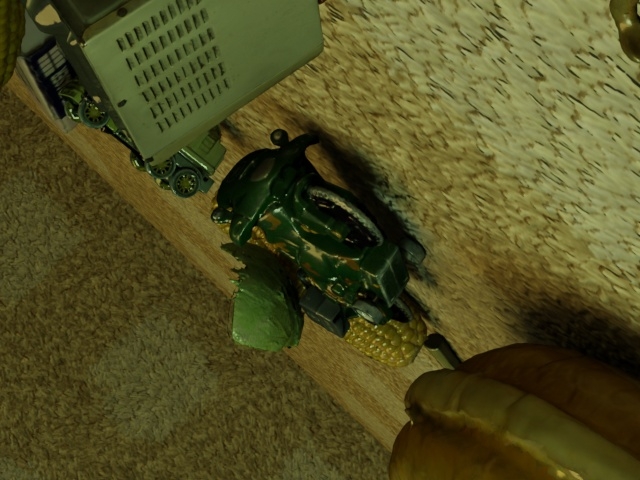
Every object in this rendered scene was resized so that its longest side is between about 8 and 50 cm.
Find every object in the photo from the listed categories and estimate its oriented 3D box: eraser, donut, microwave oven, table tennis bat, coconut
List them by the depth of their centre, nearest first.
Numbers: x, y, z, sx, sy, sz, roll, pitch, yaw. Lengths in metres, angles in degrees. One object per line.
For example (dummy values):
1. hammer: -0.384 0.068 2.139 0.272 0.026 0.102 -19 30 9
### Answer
1. microwave oven: -0.125 -0.193 0.657 0.240 0.145 0.194 54 176 17
2. donut: 0.238 0.256 0.934 0.449 0.198 0.449 43 166 13
3. coconut: -0.056 0.057 1.205 0.158 0.055 0.133 -50 -58 -74
4. eraser: -0.288 -0.222 1.336 0.086 0.130 0.287 46 171 5
5. table tennis bat: 0.185 0.185 1.404 0.131 0.022 0.234 32 166 52

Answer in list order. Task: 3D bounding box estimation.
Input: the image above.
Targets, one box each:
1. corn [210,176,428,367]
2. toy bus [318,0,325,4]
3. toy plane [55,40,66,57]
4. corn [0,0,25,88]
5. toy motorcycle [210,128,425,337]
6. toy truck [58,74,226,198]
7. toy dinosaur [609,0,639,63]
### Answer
1. corn: 0.001 0.030 1.304 0.292 0.101 0.101 42 170 0
2. toy bus: -0.007 -0.177 0.681 0.043 0.031 0.110 39 170 14
3. toy plane: -0.190 -0.218 1.039 0.251 0.101 0.255 23 159 34
4. corn: -0.328 -0.258 1.033 0.144 0.144 0.387 42 147 16
5. toy motorcycle: 0.000 0.000 1.116 0.187 0.124 0.274 29 164 26
6. toy truck: -0.183 -0.137 1.306 0.191 0.116 0.085 39 173 -23
7. toy dinosaur: 0.119 -0.121 0.414 0.162 0.039 0.126 43 161 37
